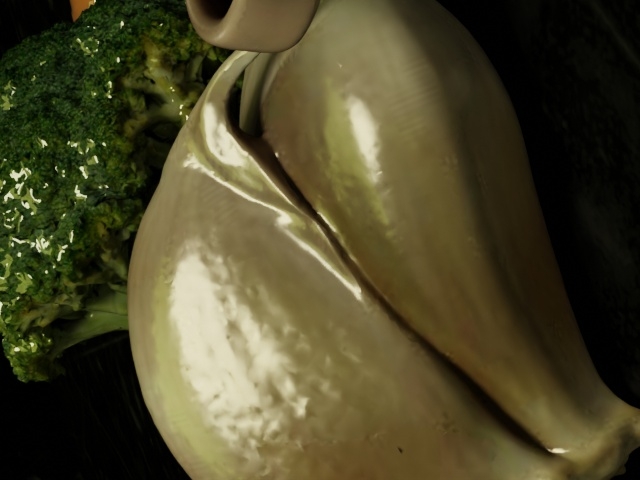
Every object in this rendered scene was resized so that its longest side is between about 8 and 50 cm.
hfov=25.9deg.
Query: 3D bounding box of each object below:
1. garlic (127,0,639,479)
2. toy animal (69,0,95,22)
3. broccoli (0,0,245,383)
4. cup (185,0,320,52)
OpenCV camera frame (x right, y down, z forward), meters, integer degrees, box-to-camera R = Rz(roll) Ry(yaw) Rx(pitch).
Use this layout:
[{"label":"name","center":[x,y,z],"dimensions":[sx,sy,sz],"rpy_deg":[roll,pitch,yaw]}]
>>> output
[{"label":"garlic","center":[0.000,0.000,0.729],"dimensions":[0.246,0.232,0.340],"rpy_deg":[36,149,63]},{"label":"toy animal","center":[-0.247,-0.324,1.129],"dimensions":[0.338,0.191,0.216],"rpy_deg":[62,166,18]},{"label":"broccoli","center":[-0.098,-0.037,0.942],"dimensions":[0.283,0.321,0.304],"rpy_deg":[39,174,-6]},{"label":"cup","center":[-0.025,-0.207,0.596],"dimensions":[0.200,0.192,0.252],"rpy_deg":[-161,75,-70]}]
